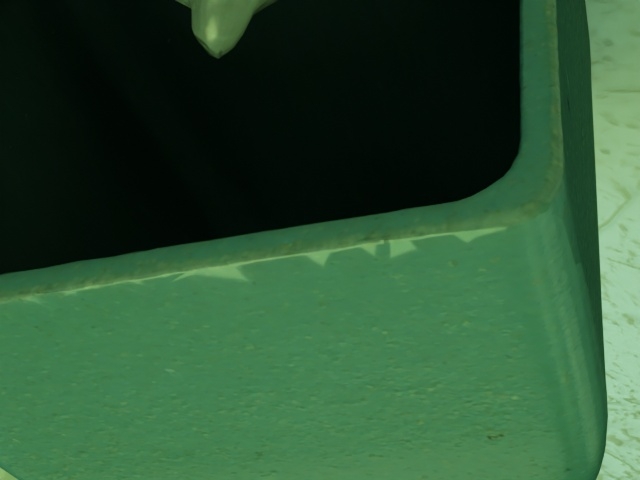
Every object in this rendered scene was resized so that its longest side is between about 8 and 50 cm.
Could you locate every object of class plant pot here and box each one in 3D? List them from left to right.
[{"bbox_3d":[0.000,0.000,0.521,0.247,0.247,0.252,-9,136,19],"label":"plant pot"}]

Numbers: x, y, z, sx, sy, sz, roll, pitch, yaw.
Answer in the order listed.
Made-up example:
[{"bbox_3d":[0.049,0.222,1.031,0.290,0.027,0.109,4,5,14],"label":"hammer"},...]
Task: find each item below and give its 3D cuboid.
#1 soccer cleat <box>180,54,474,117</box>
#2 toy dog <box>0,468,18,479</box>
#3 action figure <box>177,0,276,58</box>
[{"bbox_3d":[0.002,-0.104,0.630,0.248,0.083,0.095,17,139,0],"label":"soccer cleat"},{"bbox_3d":[-0.235,-0.015,0.720,0.395,0.284,0.408,4,149,26],"label":"toy dog"},{"bbox_3d":[-0.128,-0.178,0.360,0.341,0.178,0.330,-37,108,27],"label":"action figure"}]
